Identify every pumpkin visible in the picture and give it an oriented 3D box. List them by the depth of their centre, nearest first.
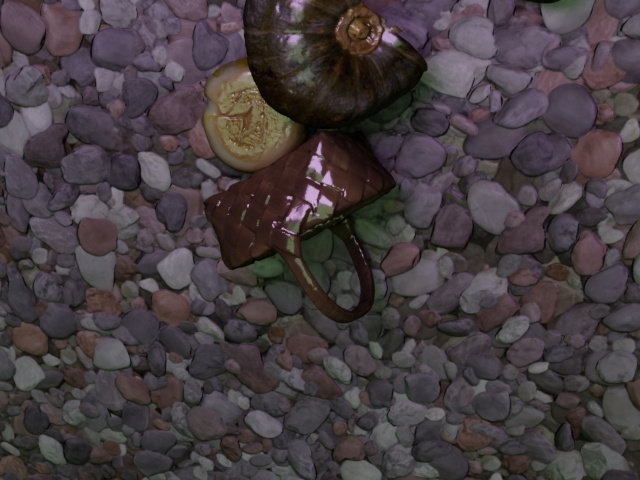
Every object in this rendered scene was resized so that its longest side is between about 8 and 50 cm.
[{"bbox_3d":[-0.009,-0.314,1.273,0.325,0.242,0.232,39,100,-23],"label":"pumpkin"}]

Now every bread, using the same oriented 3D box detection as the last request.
[{"bbox_3d":[-0.117,-0.230,1.405,0.214,0.104,0.213,3,109,9],"label":"bread"}]

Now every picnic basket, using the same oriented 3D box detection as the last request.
[{"bbox_3d":[0.000,0.000,1.360,0.338,0.293,0.337,4,100,21],"label":"picnic basket"}]

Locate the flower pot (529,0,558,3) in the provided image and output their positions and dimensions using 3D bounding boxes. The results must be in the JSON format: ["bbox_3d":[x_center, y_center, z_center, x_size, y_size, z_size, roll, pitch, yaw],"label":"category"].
[{"bbox_3d":[0.304,-0.489,1.173,0.235,0.235,0.148,27,95,0],"label":"flower pot"}]
